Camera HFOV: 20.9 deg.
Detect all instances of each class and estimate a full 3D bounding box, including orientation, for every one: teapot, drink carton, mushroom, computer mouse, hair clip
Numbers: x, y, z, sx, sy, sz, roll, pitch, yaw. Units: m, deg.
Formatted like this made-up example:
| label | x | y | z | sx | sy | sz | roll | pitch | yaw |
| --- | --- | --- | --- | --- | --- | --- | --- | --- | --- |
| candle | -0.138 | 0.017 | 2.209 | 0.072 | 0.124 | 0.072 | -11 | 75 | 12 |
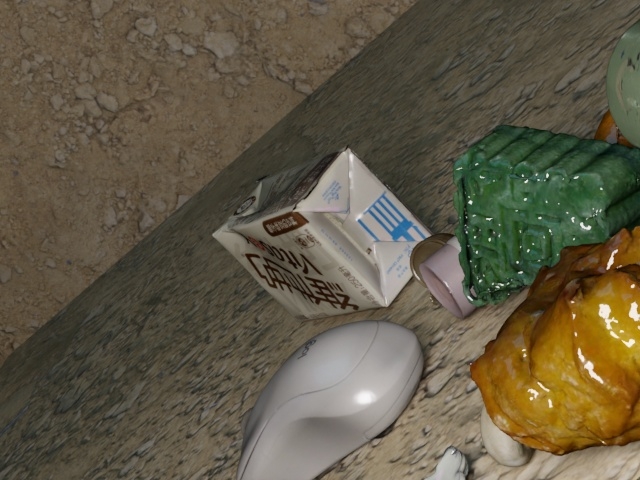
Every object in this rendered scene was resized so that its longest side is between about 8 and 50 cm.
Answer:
| label | x | y | z | sx | sy | sz | roll | pitch | yaw |
| --- | --- | --- | --- | --- | --- | --- | --- | --- | --- |
| teapot | 0.170 | 0.033 | 2.142 | 0.110 | 0.085 | 0.080 | -3 | 10 | 29 |
| drink carton | 0.000 | 0.000 | 2.421 | 0.132 | 0.194 | 0.324 | -48 | 13 | -20 |
| mushroom | 0.192 | 0.169 | 1.613 | 0.079 | 0.085 | 0.085 | 2 | 41 | 32 |
| computer mouse | -0.009 | 0.191 | 2.041 | 0.297 | 0.121 | 0.184 | -33 | 19 | 39 |
| hair clip | 0.089 | 0.270 | 1.655 | 0.116 | 0.049 | 0.172 | -34 | 14 | 24 |

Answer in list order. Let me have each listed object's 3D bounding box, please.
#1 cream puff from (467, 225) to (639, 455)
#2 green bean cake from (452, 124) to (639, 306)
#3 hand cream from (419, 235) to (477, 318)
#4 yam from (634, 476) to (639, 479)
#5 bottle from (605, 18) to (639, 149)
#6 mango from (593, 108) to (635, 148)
| label | x | y | z | sx | sy | sz | roll | pitch | yaw |
| --- | --- | --- | --- | --- | --- | --- | --- | --- | --- |
| cream puff | 0.253 | 0.087 | 1.498 | 0.241 | 0.155 | 0.269 | -46 | 5 | -27 |
| green bean cake | 0.247 | -0.012 | 1.852 | 0.208 | 0.193 | 0.107 | 11 | 26 | 36 |
| hand cream | 0.235 | -0.013 | 2.026 | 0.248 | 0.083 | 0.133 | -38 | 14 | -13 |
| yam | 0.188 | 0.260 | 1.418 | 0.234 | 0.029 | 0.027 | -41 | 11 | 15 |
| bottle | 0.401 | -0.138 | 1.673 | 0.168 | 0.168 | 0.347 | -45 | 14 | 1 |
| mango | 0.339 | -0.100 | 1.930 | 0.159 | 0.084 | 0.105 | -52 | 9 | -28 |
